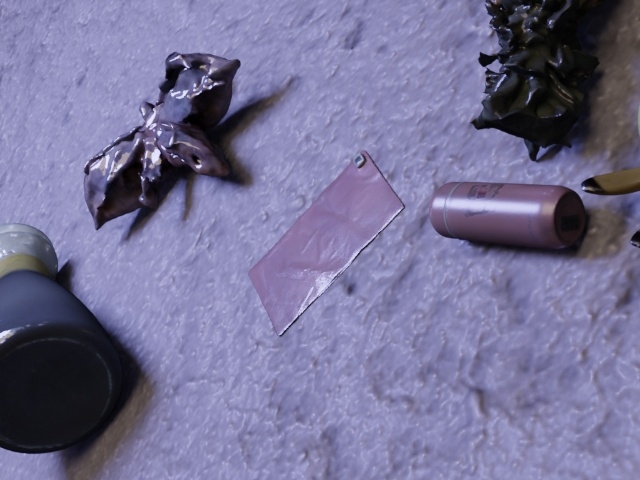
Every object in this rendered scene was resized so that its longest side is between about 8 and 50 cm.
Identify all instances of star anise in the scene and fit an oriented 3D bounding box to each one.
[{"bbox_3d":[-0.188,-0.132,1.366,0.257,0.110,0.198,-21,50,45],"label":"star anise"}]

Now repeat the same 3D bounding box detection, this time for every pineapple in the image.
[{"bbox_3d":[0.194,-0.200,0.996,0.128,0.128,0.248,-6,64,45],"label":"pineapple"}]

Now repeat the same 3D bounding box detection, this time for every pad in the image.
[{"bbox_3d":[0.000,0.000,1.153,0.188,0.006,0.113,-47,40,14],"label":"pad"}]

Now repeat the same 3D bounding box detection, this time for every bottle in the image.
[{"bbox_3d":[0.158,-0.023,0.961,0.140,0.053,0.053,6,69,49],"label":"bottle"}]

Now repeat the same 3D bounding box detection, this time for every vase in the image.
[{"bbox_3d":[-0.352,0.097,1.351,0.173,0.173,0.321,-50,33,9],"label":"vase"}]

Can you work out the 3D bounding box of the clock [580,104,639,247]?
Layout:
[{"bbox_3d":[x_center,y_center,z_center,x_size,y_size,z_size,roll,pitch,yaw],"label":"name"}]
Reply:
[{"bbox_3d":[0.308,-0.090,0.832,0.232,0.069,0.170,-46,40,14],"label":"clock"}]
